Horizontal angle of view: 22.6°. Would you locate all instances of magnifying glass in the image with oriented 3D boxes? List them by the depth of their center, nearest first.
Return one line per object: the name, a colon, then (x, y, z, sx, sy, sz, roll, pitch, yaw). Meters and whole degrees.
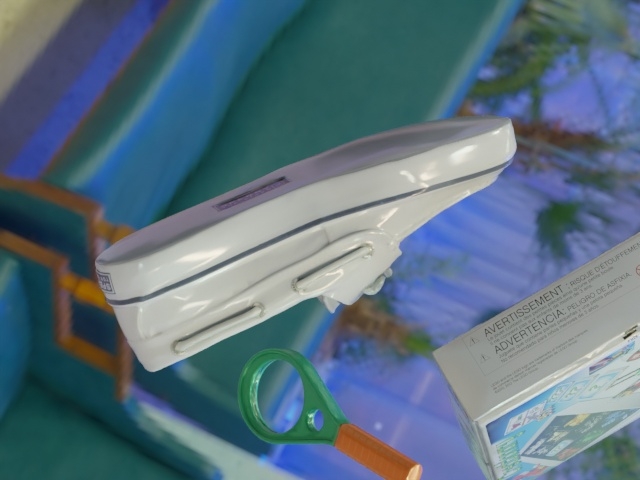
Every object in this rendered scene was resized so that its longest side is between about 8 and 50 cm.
magnifying glass: (0.006, 0.175, 1.526, 0.026, 0.231, 0.092, 7, 105, -47)

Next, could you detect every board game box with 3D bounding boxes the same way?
board game box: (0.177, 0.076, 1.018, 0.193, 0.053, 0.305, -30, 161, -1)

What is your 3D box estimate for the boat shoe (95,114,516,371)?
boat shoe: (0.000, 0.000, 0.945, 0.095, 0.258, 0.084, -122, -168, -74)
